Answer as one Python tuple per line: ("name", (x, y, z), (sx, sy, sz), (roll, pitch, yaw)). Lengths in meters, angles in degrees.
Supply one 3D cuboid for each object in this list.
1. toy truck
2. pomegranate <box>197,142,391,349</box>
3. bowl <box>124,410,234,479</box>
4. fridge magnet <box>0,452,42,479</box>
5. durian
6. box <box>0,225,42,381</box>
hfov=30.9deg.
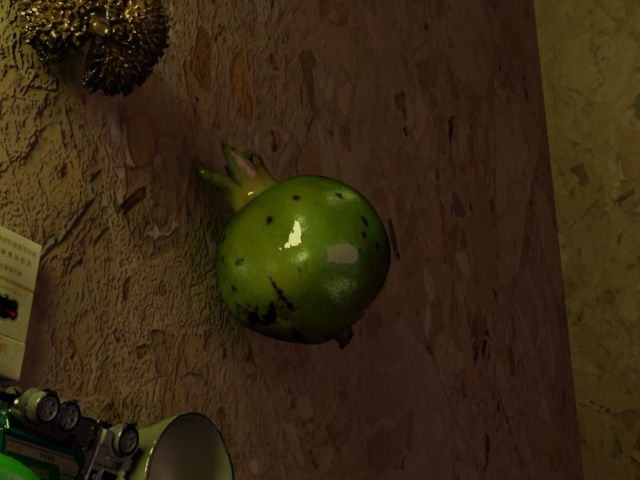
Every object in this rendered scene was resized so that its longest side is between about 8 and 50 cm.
("toy truck", (-0.320, 0.228, 1.300), (0.253, 0.114, 0.124), (39, 64, -51))
("pomegranate", (-0.051, 0.004, 1.697), (0.341, 0.260, 0.260), (47, 36, -3))
("bowl", (-0.206, 0.321, 1.464), (0.211, 0.112, 0.211), (13, 75, -63))
("fridge magnet", (-0.363, 0.301, 1.152), (0.088, 0.208, 0.208), (-140, -150, -68))
("durian", (-0.273, -0.258, 1.396), (0.196, 0.196, 0.167), (1, 106, -60))
("box", (-0.370, 0.070, 1.326), (0.090, 0.024, 0.167), (35, 53, -53))
